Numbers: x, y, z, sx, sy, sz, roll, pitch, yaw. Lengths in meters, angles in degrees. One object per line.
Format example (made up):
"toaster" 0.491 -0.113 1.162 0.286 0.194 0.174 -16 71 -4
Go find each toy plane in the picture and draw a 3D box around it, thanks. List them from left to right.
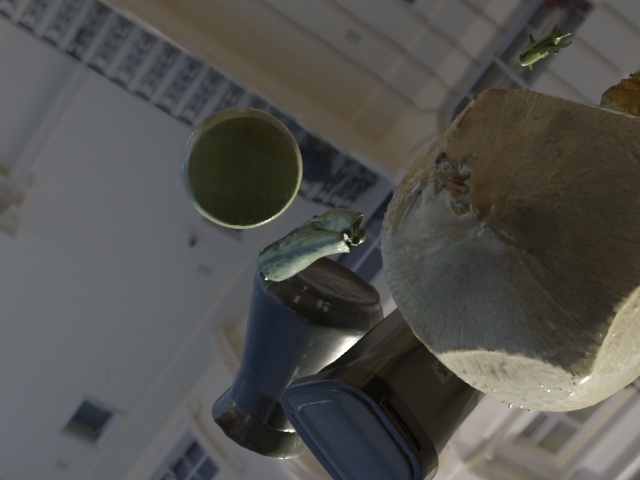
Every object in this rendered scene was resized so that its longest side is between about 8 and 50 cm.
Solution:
"toy plane" 0.385 -0.334 1.864 0.040 0.111 0.102 55 164 -28

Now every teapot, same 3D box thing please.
"teapot" -0.036 0.212 2.029 0.300 0.344 0.253 6 -154 -47

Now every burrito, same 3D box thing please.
"burrito" -0.003 0.001 0.974 0.074 0.118 0.044 -23 -94 -46

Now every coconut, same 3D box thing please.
"coconut" 0.244 0.005 1.173 0.346 0.346 0.360 47 -176 24

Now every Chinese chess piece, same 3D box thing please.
"Chinese chess piece" -0.093 -0.086 1.271 0.144 0.144 0.058 31 -174 -16

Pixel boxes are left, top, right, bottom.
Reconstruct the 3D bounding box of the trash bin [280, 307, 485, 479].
"trash bin" 0.116 0.223 1.597 0.250 0.219 0.220 -40 -79 -30

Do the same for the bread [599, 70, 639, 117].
"bread" 0.523 -0.122 1.688 0.160 0.261 0.147 -18 -151 -38
